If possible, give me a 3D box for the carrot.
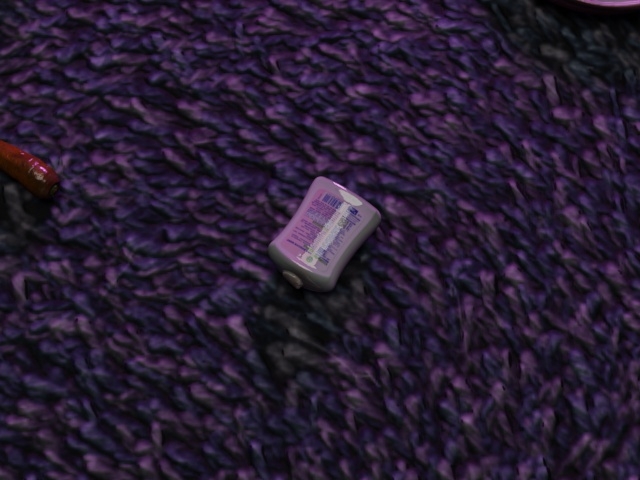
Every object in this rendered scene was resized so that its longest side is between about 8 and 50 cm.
[{"bbox_3d":[-0.278,-0.069,1.160,0.093,0.032,0.032,31,71,14],"label":"carrot"}]

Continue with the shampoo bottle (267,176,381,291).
[{"bbox_3d":[0.000,0.000,1.135,0.072,0.043,0.099,31,72,10],"label":"shampoo bottle"}]

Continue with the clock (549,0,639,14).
[{"bbox_3d":[0.284,-0.333,1.267,0.244,0.056,0.244,0,70,-1],"label":"clock"}]
